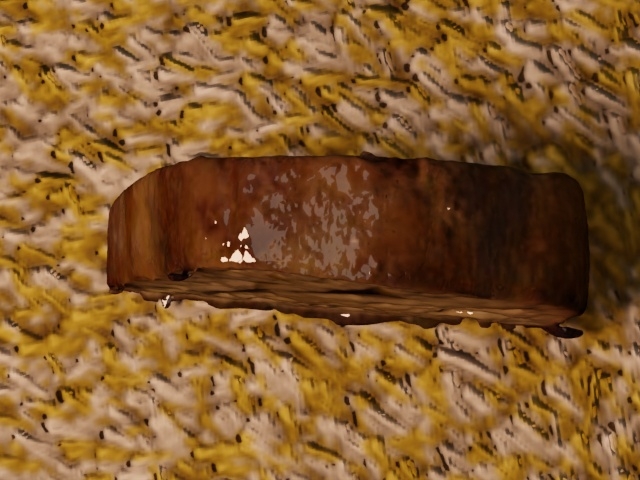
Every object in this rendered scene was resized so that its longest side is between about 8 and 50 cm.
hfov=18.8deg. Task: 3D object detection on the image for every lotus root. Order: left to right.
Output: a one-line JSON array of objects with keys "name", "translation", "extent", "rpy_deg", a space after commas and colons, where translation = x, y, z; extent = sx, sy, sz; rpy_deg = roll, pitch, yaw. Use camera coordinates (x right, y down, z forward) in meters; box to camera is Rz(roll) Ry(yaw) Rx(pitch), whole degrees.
[{"name": "lotus root", "translation": [0.000, 0.000, 0.941], "extent": [0.260, 0.170, 0.074], "rpy_deg": [3, 84, 12]}]
